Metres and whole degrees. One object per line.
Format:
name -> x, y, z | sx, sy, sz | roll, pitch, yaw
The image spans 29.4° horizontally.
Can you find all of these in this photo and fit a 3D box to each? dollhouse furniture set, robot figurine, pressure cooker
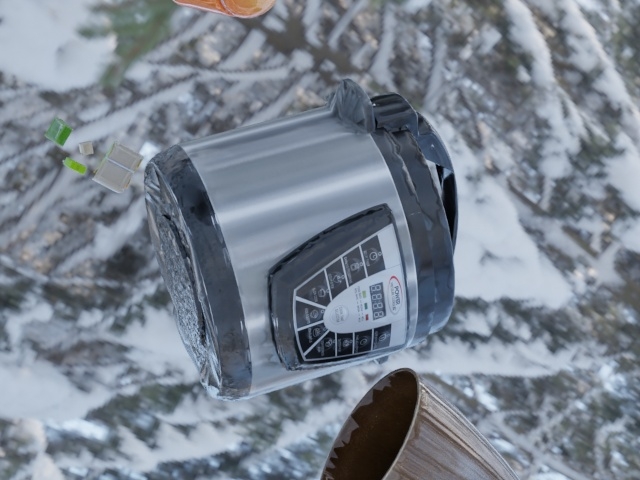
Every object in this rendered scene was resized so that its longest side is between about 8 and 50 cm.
dollhouse furniture set -> -0.374, -0.143, 1.999 | 0.076, 0.151, 0.058 | -60, -148, 2
robot figurine -> -0.144, -0.399, 1.804 | 0.219, 0.158, 0.128 | 18, -109, 31
pressure cooker -> -0.002, -0.004, 1.687 | 0.370, 0.420, 0.376 | 126, -53, -69

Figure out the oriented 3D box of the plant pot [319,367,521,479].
plant pot -> 0.151, 0.311, 1.552 | 0.215, 0.230, 0.215 | -52, -164, 21
